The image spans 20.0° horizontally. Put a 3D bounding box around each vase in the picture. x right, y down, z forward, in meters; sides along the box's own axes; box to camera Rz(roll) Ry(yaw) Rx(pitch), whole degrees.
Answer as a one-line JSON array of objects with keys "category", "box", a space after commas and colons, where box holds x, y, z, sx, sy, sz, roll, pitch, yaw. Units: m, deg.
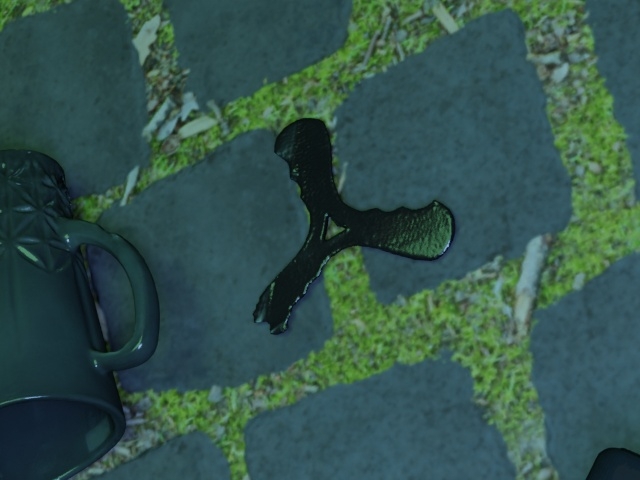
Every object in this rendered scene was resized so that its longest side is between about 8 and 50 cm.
[{"category": "vase", "box": [-0.259, 0.061, 1.651, 0.251, 0.156, 0.301, -24, 57, 20]}]

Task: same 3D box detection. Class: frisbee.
[{"category": "frisbee", "box": [0.000, 0.000, 1.603, 0.211, 0.012, 0.187, 42, 96, 32]}]

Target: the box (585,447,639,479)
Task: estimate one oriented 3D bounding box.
[{"category": "box", "box": [0.261, 0.223, 1.274, 0.144, 0.201, 0.090, 21, 80, 33]}]
